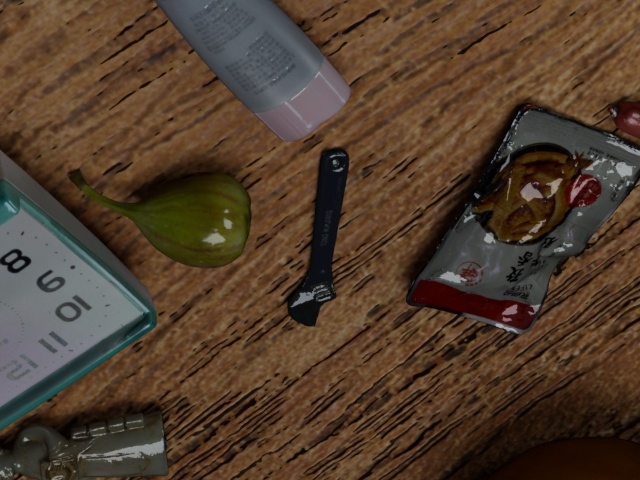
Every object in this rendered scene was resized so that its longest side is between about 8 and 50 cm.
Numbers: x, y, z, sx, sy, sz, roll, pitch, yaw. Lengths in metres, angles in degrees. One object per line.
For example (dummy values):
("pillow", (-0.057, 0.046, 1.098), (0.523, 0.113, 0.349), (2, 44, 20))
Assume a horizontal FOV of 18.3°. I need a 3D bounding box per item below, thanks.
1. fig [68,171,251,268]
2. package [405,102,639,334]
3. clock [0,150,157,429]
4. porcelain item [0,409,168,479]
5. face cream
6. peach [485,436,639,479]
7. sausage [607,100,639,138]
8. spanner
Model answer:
("fig", (-0.141, -0.025, 1.819), (0.166, 0.093, 0.093), (9, 130, 17))
("package", (0.197, -0.015, 1.911), (0.154, 0.030, 0.239), (18, 121, -26))
("clock", (-0.320, 0.055, 1.813), (0.262, 0.116, 0.231), (-33, 131, 15))
("porcelain item", (-0.259, 0.214, 1.976), (0.213, 0.054, 0.084), (-6, 126, -6))
("face cream", (-0.060, -0.170, 1.723), (0.084, 0.057, 0.198), (-33, 128, 15))
("peach", (0.273, 0.363, 2.046), (0.343, 0.302, 0.343), (-26, 134, -30))
("sausage", (0.376, -0.082, 1.896), (0.253, 0.034, 0.034), (22, 120, -25))
("spanner", (0.000, 0.000, 1.892), (0.046, 0.012, 0.208), (0, 127, -11))
